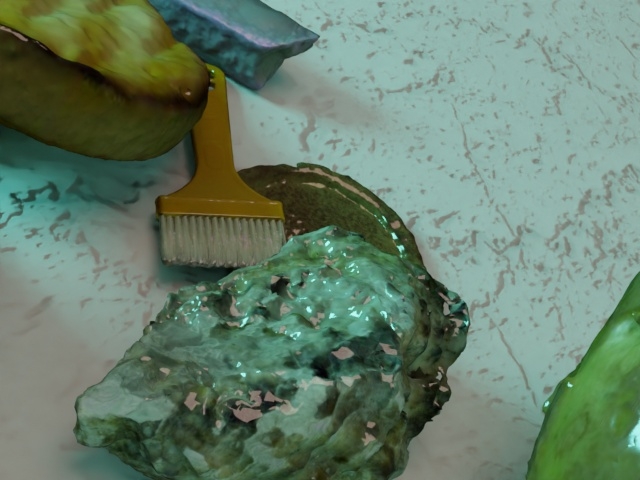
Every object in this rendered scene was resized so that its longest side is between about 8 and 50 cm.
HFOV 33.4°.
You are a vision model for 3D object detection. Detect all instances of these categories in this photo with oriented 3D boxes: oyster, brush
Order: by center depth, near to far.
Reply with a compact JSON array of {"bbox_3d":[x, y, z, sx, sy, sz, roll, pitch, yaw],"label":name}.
[{"bbox_3d":[-0.017,0.089,0.721,0.198,0.112,0.267,39,50,7],"label":"oyster"},{"bbox_3d":[-0.090,-0.072,0.898,0.103,0.013,0.272,3,42,-14],"label":"brush"}]

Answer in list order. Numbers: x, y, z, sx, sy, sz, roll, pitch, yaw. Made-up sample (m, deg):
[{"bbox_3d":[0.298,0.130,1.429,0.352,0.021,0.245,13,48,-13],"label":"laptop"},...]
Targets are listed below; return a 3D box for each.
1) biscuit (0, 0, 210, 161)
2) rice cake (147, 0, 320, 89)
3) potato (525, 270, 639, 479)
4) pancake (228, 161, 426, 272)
[{"bbox_3d":[-0.225,-0.165,0.829,0.296,0.102,0.296,33,21,-14],"label":"biscuit"},{"bbox_3d":[-0.189,-0.262,1.011,0.399,0.064,0.070,32,49,4],"label":"rice cake"},{"bbox_3d":[0.233,0.188,0.679,0.237,0.301,0.289,-33,41,-16],"label":"potato"},{"bbox_3d":[-0.001,0.001,0.884,0.199,0.021,0.199,14,43,-13],"label":"pancake"}]
